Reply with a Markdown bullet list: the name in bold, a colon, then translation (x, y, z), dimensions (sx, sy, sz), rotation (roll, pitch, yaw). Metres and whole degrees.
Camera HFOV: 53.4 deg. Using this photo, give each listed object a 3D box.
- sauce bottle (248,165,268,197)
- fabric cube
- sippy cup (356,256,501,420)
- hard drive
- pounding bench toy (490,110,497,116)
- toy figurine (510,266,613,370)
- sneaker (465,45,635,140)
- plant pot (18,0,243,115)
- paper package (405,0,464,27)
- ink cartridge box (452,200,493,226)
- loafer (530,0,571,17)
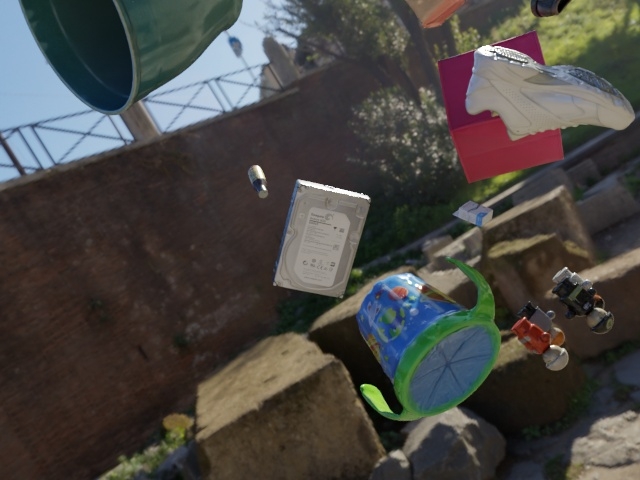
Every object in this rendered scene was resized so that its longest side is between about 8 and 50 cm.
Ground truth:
- **sauce bottle**: translation (-0.165, -0.156, 1.706), dimensions (0.042, 0.042, 0.128), rotation (-32, 38, 2)
- **fabric cube**: translation (0.477, -0.343, 1.681), dimensions (0.258, 0.254, 0.259), rotation (-14, -31, 18)
- **sippy cup**: translation (0.194, 0.187, 1.261), dimensions (0.305, 0.240, 0.224), rotation (-33, 42, -11)
- **hard drive**: translation (0.000, 0.000, 1.979), dimensions (0.064, 0.236, 0.339), rotation (-117, 41, -71)
- **pounding bench toy**: translation (0.382, -0.311, 1.409), dimensions (0.083, 0.065, 0.052), rotation (-21, -29, -18)
- **toy figurine**: translation (0.579, 0.186, 1.519), dimensions (0.213, 0.148, 0.209), rotation (-50, -10, 19)
- **sneaker**: translation (0.312, -0.188, 0.887), dimensions (0.090, 0.232, 0.115), rotation (-62, -10, -55)
- **plant pot**: translation (-0.266, -0.364, 0.952), dimensions (0.255, 0.272, 0.271), rotation (-39, 5, -36)
- **paper package**: translation (0.328, -0.809, 1.731), dimensions (0.325, 0.309, 0.168), rotation (-40, -4, 31)
- **ink cartridge box**: translation (0.368, -0.068, 1.539), dimensions (0.083, 0.028, 0.048), rotation (27, 44, 36)
- **loafer**: translation (0.653, -0.664, 1.609), dimensions (0.267, 0.096, 0.084), rotation (-47, 39, 0)
